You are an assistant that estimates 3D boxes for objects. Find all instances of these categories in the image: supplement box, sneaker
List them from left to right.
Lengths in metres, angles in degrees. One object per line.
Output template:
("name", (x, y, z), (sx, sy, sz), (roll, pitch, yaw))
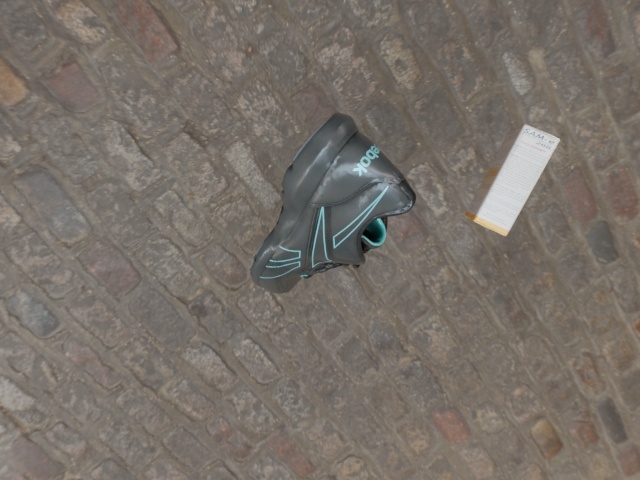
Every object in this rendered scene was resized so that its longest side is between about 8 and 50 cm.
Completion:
("sneaker", (0.000, 0.000, 0.443), (0.106, 0.267, 0.101), (34, 56, 2))
("supplement box", (0.184, -0.058, 0.423), (0.036, 0.062, 0.099), (26, 103, 6))
